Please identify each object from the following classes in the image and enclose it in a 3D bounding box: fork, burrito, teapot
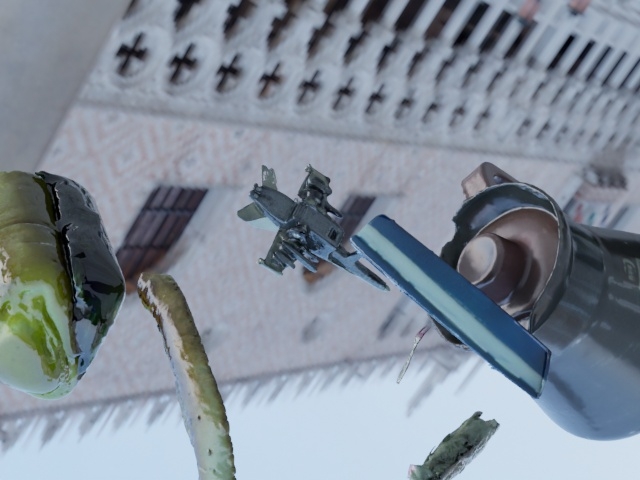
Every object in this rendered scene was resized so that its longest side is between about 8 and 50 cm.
[{"bbox_3d":[0.154,0.190,2.060,0.012,0.115,0.016,39,162,-31],"label":"fork"},{"bbox_3d":[0.267,0.420,2.425,0.066,0.096,0.309,29,-146,27],"label":"burrito"},{"bbox_3d":[0.329,0.064,1.686,0.361,0.305,0.376,29,-147,-35],"label":"teapot"}]

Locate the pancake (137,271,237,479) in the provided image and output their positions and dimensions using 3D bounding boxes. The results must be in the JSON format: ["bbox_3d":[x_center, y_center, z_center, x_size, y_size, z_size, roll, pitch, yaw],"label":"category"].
[{"bbox_3d":[-0.162,0.209,1.528,0.054,0.197,0.377,-12,-113,-15],"label":"pancake"}]

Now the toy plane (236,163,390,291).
[{"bbox_3d":[0.005,-0.004,1.786,0.262,0.088,0.192,30,-122,-8],"label":"toy plane"}]

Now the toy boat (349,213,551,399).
[{"bbox_3d":[0.161,0.076,1.468,0.299,0.062,0.096,41,178,23],"label":"toy boat"}]

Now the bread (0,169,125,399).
[{"bbox_3d":[-0.424,0.050,1.795,0.208,0.251,0.376,15,-156,-31],"label":"bread"}]
